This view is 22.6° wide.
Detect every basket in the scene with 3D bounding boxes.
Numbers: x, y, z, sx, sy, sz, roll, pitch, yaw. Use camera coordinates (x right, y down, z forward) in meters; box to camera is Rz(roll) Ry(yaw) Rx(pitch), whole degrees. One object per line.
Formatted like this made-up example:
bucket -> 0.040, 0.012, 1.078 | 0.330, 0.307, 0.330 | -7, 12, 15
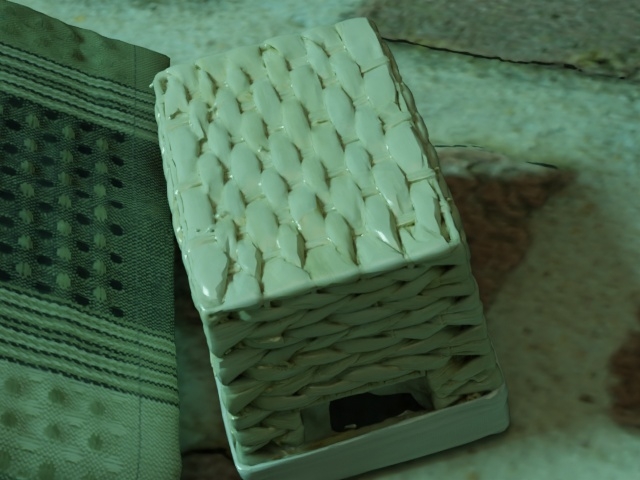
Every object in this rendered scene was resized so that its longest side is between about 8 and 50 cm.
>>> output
basket -> 0.000, 0.000, 0.651 | 0.113, 0.103, 0.167 | -15, 44, -2

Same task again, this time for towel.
towel -> -0.209, -0.022, 0.660 | 0.324, 0.056, 0.312 | 17, 36, -19
